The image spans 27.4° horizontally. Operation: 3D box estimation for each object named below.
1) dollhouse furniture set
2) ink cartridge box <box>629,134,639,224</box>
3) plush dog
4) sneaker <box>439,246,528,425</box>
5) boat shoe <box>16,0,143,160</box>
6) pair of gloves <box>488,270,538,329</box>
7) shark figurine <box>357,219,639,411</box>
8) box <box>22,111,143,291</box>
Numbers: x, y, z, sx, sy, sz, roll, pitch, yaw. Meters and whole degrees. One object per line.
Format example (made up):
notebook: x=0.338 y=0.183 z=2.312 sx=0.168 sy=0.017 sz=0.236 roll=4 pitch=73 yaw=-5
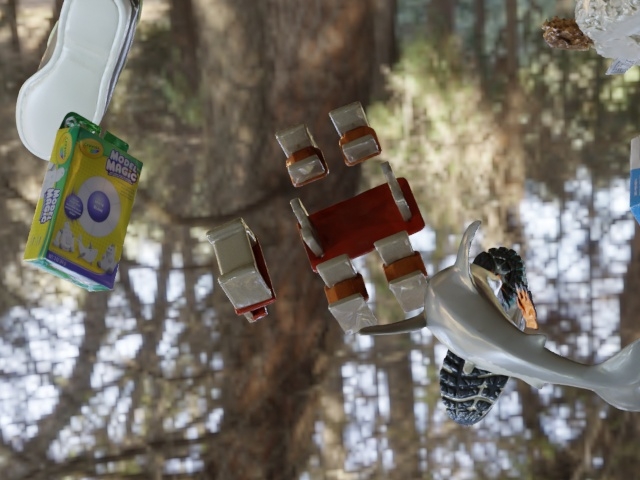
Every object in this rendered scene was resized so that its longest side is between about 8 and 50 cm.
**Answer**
dollhouse furniture set: x=0.000 y=0.000 z=1.638 sx=0.259 sy=0.262 sz=0.135 roll=-22 pitch=149 yaw=6
ink cartridge box: x=0.417 y=-0.078 z=1.304 sx=0.203 sy=0.086 sz=0.148 roll=-24 pitch=-157 yaw=27
plush dog: x=0.370 y=-0.323 z=1.487 sx=0.210 sy=0.226 sz=0.262 roll=6 pitch=167 yaw=41
sneaker: x=0.271 y=0.160 z=2.027 sx=0.110 sy=0.283 sz=0.122 roll=10 pitch=160 yaw=28
boat shoe: x=-0.301 y=-0.225 z=1.665 sx=0.109 sy=0.305 sz=0.091 roll=29 pitch=-139 yaw=-6
pair of gloves: x=0.256 y=0.081 z=1.754 sx=0.010 sy=0.074 sz=0.083 roll=-32 pitch=-148 yaw=-28
shark figurine: x=0.140 y=0.047 z=1.013 sx=0.166 sy=0.116 sz=0.278 roll=-1 pitch=-165 yaw=-26
box: x=-0.255 y=-0.044 z=1.437 sx=0.043 sy=0.179 sz=0.105 roll=-6 pitch=156 yaw=37
